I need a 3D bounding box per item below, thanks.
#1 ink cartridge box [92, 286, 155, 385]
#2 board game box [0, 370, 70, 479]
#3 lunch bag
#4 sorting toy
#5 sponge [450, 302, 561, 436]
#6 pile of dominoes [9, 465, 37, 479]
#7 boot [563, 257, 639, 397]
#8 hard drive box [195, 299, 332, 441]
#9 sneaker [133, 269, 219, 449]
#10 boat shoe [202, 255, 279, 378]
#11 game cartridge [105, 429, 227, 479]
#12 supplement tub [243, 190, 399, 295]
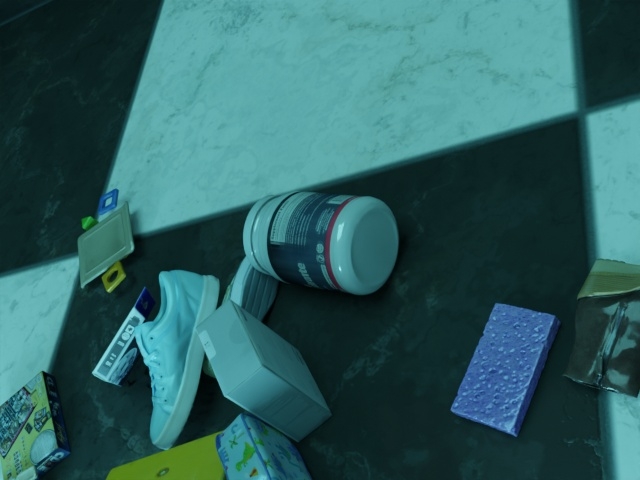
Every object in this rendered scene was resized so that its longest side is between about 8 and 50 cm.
[{"bbox_3d":[-0.408,0.214,1.832,0.045,0.206,0.208,28,77,2],"label":"ink cartridge box"},{"bbox_3d":[-0.674,0.443,1.959,0.165,0.042,0.243,-39,44,7],"label":"board game box"},{"bbox_3d":[-0.080,0.412,1.440,0.090,0.176,0.219,-45,41,8],"label":"lunch bag"},{"bbox_3d":[-0.549,0.016,2.182,0.196,0.047,0.347,-36,44,16],"label":"sorting toy"},{"bbox_3d":[0.308,0.210,1.399,0.117,0.031,0.210,10,66,41],"label":"sponge"},{"bbox_3d":[-0.666,0.625,1.826,0.251,0.040,0.196,-34,57,18],"label":"pile of dominoes"},{"bbox_3d":[0.507,0.141,1.284,0.248,0.090,0.206,7,76,39],"label":"boot"},{"bbox_3d":[-0.102,0.239,1.541,0.089,0.232,0.181,-40,43,6],"label":"hard drive box"},{"bbox_3d":[-0.320,0.235,1.725,0.135,0.150,0.365,146,138,-66],"label":"sneaker"},{"bbox_3d":[-0.174,0.146,1.758,0.094,0.109,0.302,-1,62,39],"label":"boat shoe"},{"bbox_3d":[-0.284,0.467,1.469,0.285,0.052,0.323,-21,17,12],"label":"game cartridge"},{"bbox_3d":[0.000,0.000,1.671,0.272,0.191,0.191,7,64,40],"label":"supplement tub"}]
